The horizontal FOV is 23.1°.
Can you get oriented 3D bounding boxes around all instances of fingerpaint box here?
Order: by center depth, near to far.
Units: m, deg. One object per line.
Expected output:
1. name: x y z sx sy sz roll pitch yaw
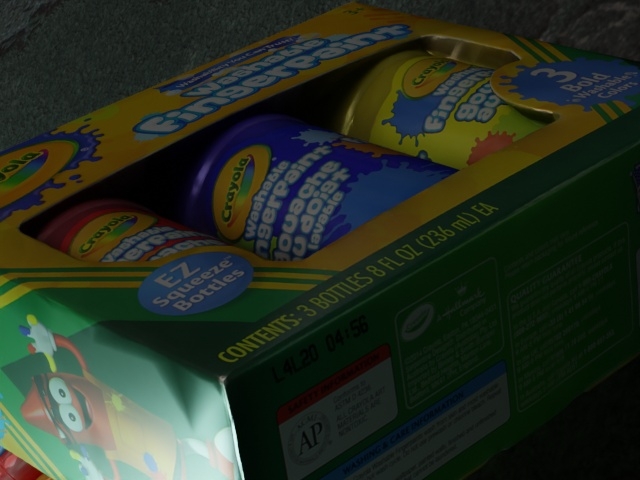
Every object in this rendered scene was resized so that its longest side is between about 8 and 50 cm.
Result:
1. fingerpaint box: 0.000 0.000 1.036 0.445 0.163 0.371 -28 32 -34

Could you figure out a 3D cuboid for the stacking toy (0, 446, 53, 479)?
1. stacking toy: -0.179 0.280 1.359 0.175 0.166 0.302 -47 50 1
